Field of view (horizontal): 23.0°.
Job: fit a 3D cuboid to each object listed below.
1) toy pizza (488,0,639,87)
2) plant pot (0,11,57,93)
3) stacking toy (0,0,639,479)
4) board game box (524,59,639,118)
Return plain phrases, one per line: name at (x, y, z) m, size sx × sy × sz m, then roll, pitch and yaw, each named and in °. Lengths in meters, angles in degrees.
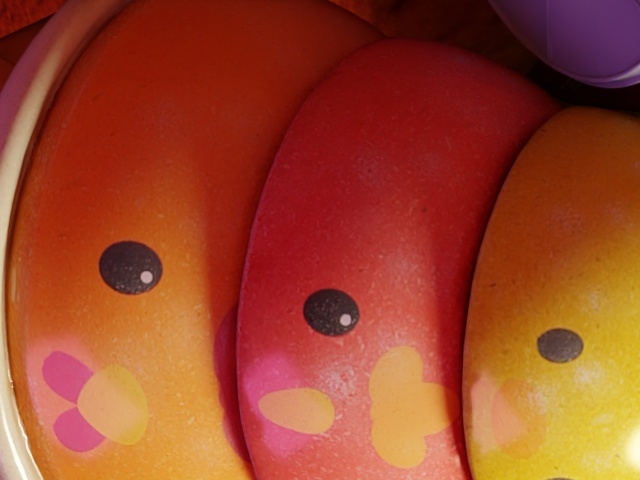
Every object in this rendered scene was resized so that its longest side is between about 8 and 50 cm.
toy pizza at (0.112, -0.166, 0.697) m, size 0.201 × 0.032 × 0.201 m, roll 52°, pitch 154°, yaw 38°
plant pot at (-0.155, -0.059, 1.180) m, size 0.291 × 0.203 × 0.291 m, roll 36°, pitch 157°, yaw 19°
stacking toy at (0.097, 0.030, 0.766) m, size 0.480 × 0.350 × 0.350 m, roll 5°, pitch 138°, yaw 32°
board game box at (0.203, -0.040, 0.807) m, size 0.208 × 0.056 × 0.347 m, roll 48°, pitch 158°, yaw 4°
